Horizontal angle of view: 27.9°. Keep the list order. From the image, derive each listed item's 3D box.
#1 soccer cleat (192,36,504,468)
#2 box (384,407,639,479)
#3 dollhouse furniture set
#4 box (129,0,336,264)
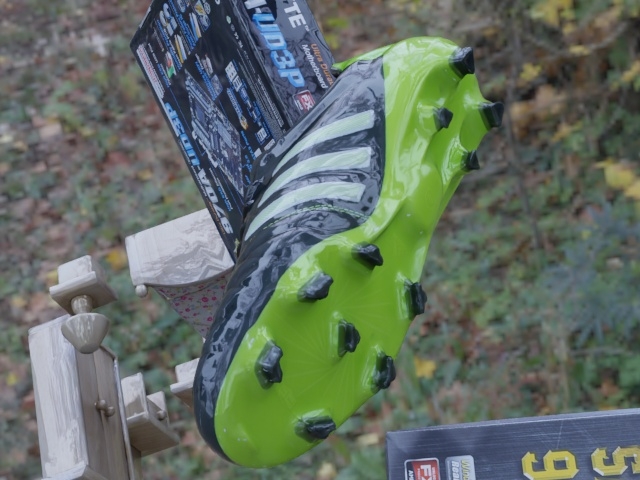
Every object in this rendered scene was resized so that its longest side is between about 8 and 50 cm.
[{"bbox_3d":[0.000,0.000,0.418,0.072,0.060,0.179,-4,41,37],"label":"soccer cleat"},{"bbox_3d":[0.121,0.175,0.453,0.183,0.056,0.231,-5,60,5],"label":"box"},{"bbox_3d":[-0.078,0.126,1.215,0.356,0.303,0.173,-20,57,10],"label":"dollhouse furniture set"},{"bbox_3d":[-0.041,-0.078,0.845,0.051,0.220,0.175,-23,-8,-26],"label":"box"}]
